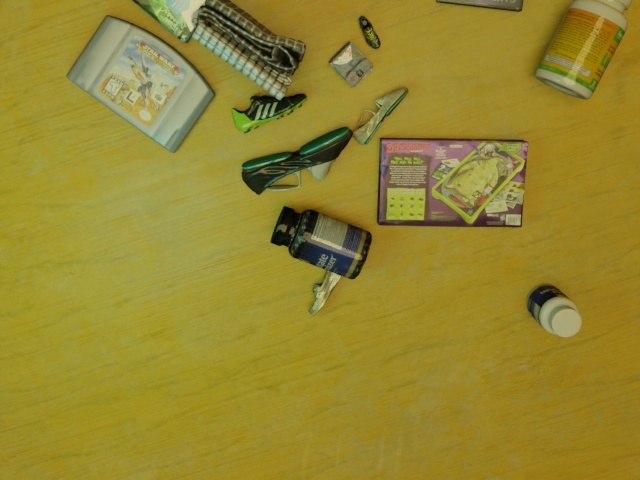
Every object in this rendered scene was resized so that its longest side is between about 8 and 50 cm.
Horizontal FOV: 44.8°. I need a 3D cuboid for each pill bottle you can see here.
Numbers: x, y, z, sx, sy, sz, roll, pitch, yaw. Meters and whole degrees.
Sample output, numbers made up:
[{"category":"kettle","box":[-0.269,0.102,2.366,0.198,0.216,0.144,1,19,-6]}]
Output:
[{"category":"pill bottle","box":[0.595,-0.452,1.730,0.136,0.136,0.246,24,101,-7]},{"category":"pill bottle","box":[0.000,0.000,1.822,0.219,0.123,0.123,20,101,-6]},{"category":"pill bottle","box":[0.561,0.170,1.854,0.094,0.169,0.094,0,103,-2]}]

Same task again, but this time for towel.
[{"category":"towel","box":[-0.148,-0.417,1.641,0.235,0.284,0.121,34,99,-10]}]

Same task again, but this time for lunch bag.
[{"category":"lunch bag","box":[0.071,-0.401,1.770,0.071,0.053,0.083,-42,110,9]}]

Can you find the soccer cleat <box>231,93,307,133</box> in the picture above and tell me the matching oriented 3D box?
[{"category":"soccer cleat","box":[-0.119,-0.308,1.782,0.179,0.060,0.072,-22,101,6]}]

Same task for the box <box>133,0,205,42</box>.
[{"category":"box","box":[-0.353,-0.627,1.702,0.322,0.058,0.232,38,99,-8]}]

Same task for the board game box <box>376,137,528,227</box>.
[{"category":"board game box","box":[0.310,-0.137,1.841,0.347,0.056,0.208,1,107,-2]}]

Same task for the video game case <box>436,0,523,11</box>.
[{"category":"video game case","box":[0.375,-0.664,1.733,0.196,0.026,0.274,6,104,-3]}]

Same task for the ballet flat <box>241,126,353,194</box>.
[{"category":"ballet flat","box":[-0.045,-0.178,1.803,0.280,0.095,0.096,-18,113,13]}]

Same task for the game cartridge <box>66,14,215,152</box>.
[{"category":"game cartridge","box":[-0.400,-0.364,1.764,0.297,0.062,0.198,35,104,-9]}]

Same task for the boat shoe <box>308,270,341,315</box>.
[{"category":"boat shoe","box":[0.004,0.119,1.890,0.045,0.050,0.135,31,90,-5]}]

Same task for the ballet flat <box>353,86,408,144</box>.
[{"category":"ballet flat","box":[0.134,-0.298,1.795,0.052,0.057,0.168,39,99,0]}]

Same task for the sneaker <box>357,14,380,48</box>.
[{"category":"sneaker","box":[0.109,-0.472,1.762,0.031,0.035,0.083,-33,102,6]}]
